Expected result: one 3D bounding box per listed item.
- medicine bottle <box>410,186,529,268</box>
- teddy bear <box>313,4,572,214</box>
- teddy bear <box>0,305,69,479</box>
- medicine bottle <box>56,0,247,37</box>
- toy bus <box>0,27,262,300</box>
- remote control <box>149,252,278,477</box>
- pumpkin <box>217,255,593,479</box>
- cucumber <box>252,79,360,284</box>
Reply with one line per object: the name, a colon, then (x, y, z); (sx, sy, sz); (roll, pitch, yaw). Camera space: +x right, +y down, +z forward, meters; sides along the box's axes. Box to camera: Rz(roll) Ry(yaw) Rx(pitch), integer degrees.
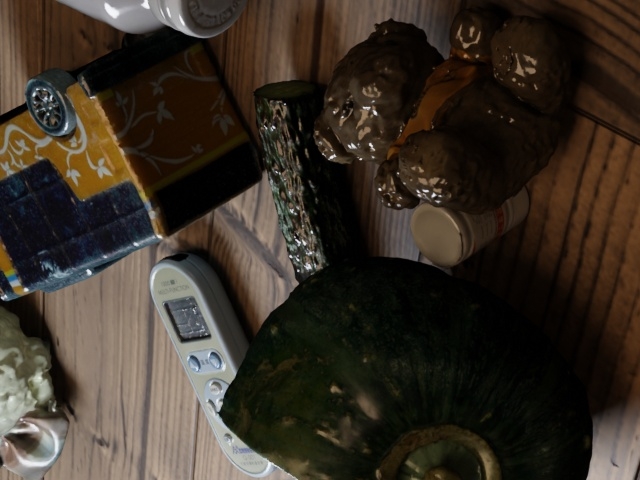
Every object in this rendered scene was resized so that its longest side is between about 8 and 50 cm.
medicine bottle: (0.119, -0.020, 1.381); (0.057, 0.089, 0.057); (25, 129, 35)
teddy bear: (0.088, -0.098, 1.330); (0.190, 0.177, 0.140); (26, 167, 30)
teddy bear: (-0.454, 0.098, 1.901); (0.327, 0.375, 0.362); (-19, 76, 12)
medicine bottle: (-0.164, -0.252, 1.501); (0.215, 0.135, 0.135); (27, 131, 33)
toy bus: (-0.224, -0.071, 1.660); (0.323, 0.162, 0.194); (-20, 101, 48)
remote control: (-0.099, 0.124, 1.737); (0.087, 0.047, 0.244); (-11, 106, 52)
pumpkin: (0.087, 0.126, 1.406); (0.293, 0.197, 0.263); (29, 180, 0)
cucumber: (0.000, 0.000, 1.542); (0.067, 0.067, 0.293); (6, 118, 44)
